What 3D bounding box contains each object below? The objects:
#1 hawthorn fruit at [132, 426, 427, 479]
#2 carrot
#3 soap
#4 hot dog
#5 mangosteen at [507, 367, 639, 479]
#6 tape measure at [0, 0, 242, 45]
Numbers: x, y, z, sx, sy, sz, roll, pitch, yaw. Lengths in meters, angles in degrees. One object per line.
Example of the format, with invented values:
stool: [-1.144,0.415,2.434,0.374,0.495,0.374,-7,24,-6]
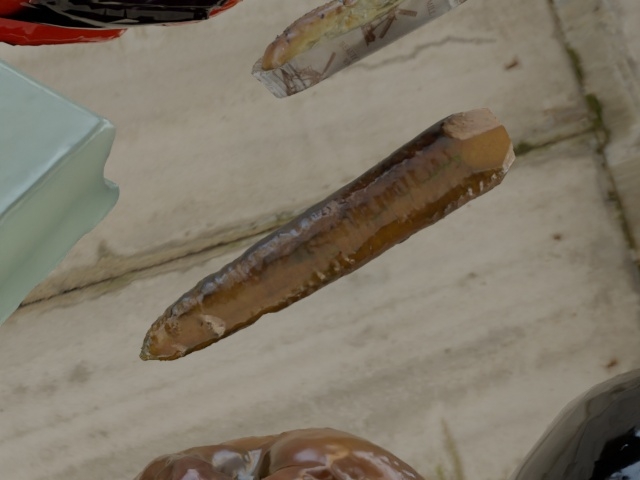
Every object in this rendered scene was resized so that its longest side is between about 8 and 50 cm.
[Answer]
hawthorn fruit: [-0.049,0.400,0.968,0.471,0.472,0.472,3,-99,-20]
carrot: [0.000,0.000,0.767,0.314,0.066,0.066,-30,-87,-2]
soap: [-0.264,-0.055,0.567,0.265,0.087,0.160,29,-124,13]
hot dog: [0.036,-0.169,0.779,0.192,0.099,0.053,-28,-70,13]
mangosteen: [0.326,0.266,0.733,0.435,0.382,0.382,-2,-98,4]
tape measure: [-0.088,-0.198,0.360,0.114,0.260,0.253,-5,-88,-35]
